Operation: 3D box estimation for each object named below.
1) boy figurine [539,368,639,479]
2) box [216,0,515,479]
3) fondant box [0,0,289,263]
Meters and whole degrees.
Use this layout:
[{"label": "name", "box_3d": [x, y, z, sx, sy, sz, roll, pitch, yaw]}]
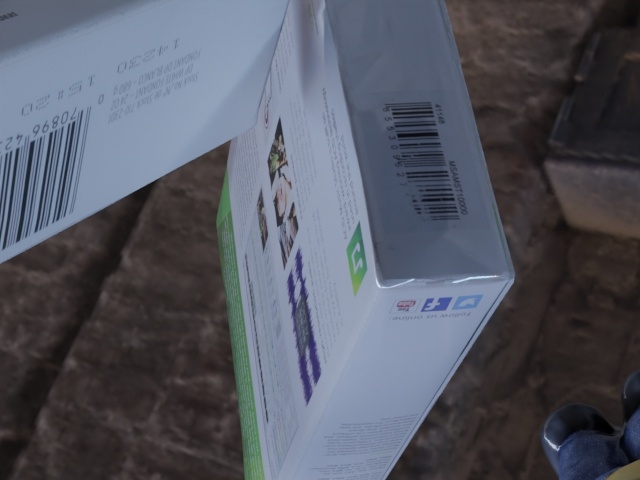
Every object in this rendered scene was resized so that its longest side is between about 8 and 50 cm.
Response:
[{"label": "boy figurine", "box_3d": [0.193, 0.157, 0.618, 0.092, 0.177, 0.285, 60, -172, -14]}, {"label": "box", "box_3d": [0.000, 0.000, 0.604, 0.058, 0.232, 0.322, -1, 149, -14]}, {"label": "fondant box", "box_3d": [-0.208, -0.123, 0.464, 0.330, 0.238, 0.096, 35, 131, 19]}]
